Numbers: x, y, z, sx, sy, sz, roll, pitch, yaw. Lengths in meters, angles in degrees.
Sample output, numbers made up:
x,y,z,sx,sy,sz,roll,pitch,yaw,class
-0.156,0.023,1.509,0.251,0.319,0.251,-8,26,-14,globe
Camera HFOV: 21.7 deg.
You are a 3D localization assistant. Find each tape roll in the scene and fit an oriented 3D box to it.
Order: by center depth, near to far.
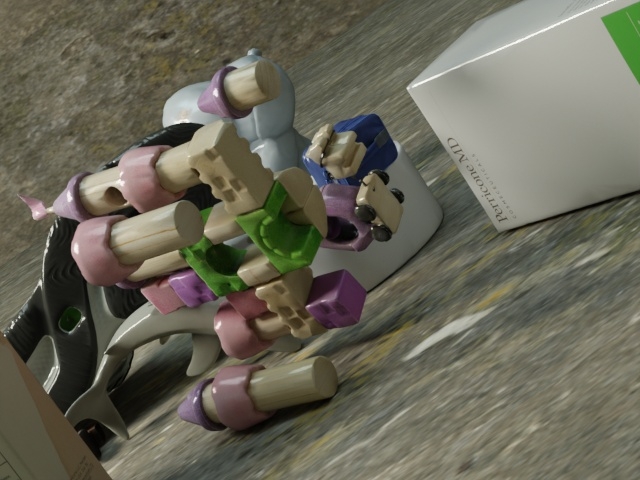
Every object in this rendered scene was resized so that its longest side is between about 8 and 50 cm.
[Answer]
x,y,z,sx,sy,sz,roll,pitch,yaw,class
0.000,0.000,1.971,0.286,0.100,0.286,-32,13,8,tape roll

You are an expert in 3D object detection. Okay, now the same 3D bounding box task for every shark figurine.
x,y,z,sx,sy,sz,roll,pitch,yaw,class
-0.179,0.100,1.828,0.278,0.166,0.116,-27,-15,13,shark figurine

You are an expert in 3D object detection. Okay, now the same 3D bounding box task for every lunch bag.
x,y,z,sx,sy,sz,roll,pitch,yaw,class
0.034,-0.095,1.858,0.098,0.067,0.065,-42,16,-33,lunch bag

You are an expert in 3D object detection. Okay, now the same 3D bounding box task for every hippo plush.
x,y,z,sx,sy,sz,roll,pitch,yaw,class
-0.079,-0.110,2.175,0.294,0.236,0.234,-19,29,9,hippo plush

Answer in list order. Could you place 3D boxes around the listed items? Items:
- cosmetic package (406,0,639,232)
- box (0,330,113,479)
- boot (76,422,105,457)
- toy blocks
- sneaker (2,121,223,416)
x,y,z,sx,sy,sz,roll,pitch,yaw,class
0.287,-0.159,1.630,0.365,0.197,0.155,-21,18,49,cosmetic package
-0.351,0.185,1.636,0.148,0.311,0.121,-29,13,19,box
-0.305,0.254,1.904,0.114,0.037,0.106,-29,0,6,boot
-0.121,0.006,1.694,0.260,0.288,0.309,-17,35,35,toy blocks
-0.254,0.047,2.033,0.447,0.169,0.257,-53,0,2,sneaker
